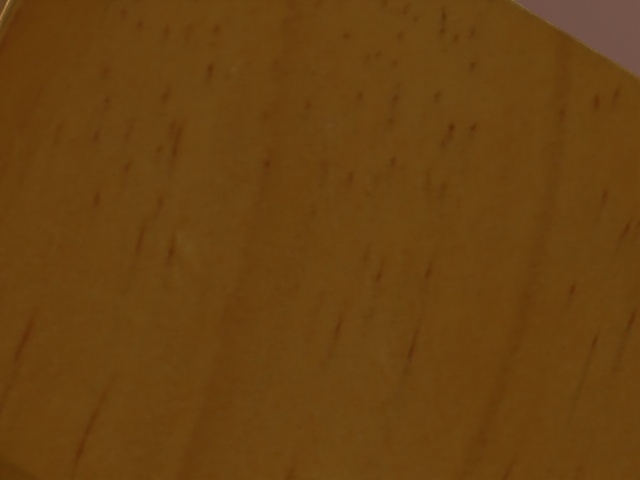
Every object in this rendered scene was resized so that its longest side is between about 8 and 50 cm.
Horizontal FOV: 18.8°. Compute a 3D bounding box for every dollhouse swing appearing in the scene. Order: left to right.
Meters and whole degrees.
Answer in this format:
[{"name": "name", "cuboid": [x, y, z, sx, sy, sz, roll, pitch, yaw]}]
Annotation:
[{"name": "dollhouse swing", "cuboid": [0.000, 0.000, 0.783, 0.347, 0.305, 0.315, 28, 83, -19]}]
